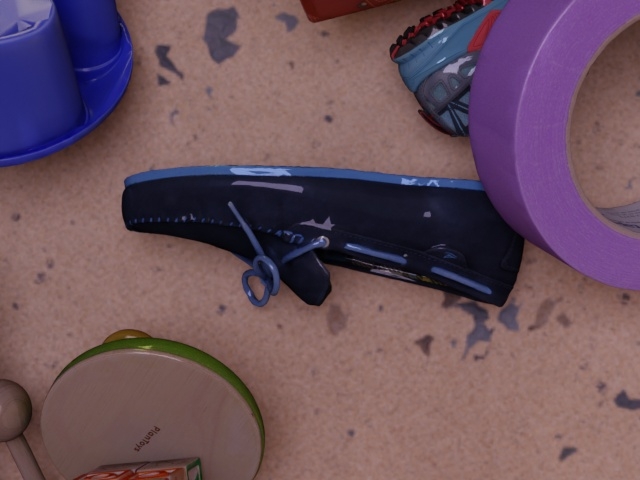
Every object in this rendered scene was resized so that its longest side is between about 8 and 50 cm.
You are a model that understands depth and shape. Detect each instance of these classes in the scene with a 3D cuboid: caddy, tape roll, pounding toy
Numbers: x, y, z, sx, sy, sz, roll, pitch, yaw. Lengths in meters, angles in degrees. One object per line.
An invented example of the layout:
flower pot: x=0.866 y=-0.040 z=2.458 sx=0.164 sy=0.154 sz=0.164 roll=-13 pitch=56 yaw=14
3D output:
caddy: x=-0.330 y=-0.186 z=1.366 sx=0.341 sy=0.179 sz=0.241 roll=13 pitch=52 yaw=7
tape roll: x=0.260 y=-0.103 z=1.287 sx=0.275 sy=0.090 sz=0.274 roll=-6 pitch=108 yaw=-20
pounding toy: x=-0.155 y=0.139 z=1.352 sx=0.237 sy=0.110 sz=0.183 roll=-19 pitch=120 yaw=20

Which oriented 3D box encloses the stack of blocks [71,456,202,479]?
stack of blocks: x=-0.129 y=0.327 z=1.270 sx=0.087 sy=0.171 sz=0.297 roll=-7 pitch=91 yaw=11

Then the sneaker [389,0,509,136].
sneaker: x=0.195 y=-0.174 z=1.383 sx=0.262 sy=0.104 sz=0.125 roll=-26 pitch=105 yaw=-1

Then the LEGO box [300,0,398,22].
LEGO box: x=0.182 y=-0.432 z=1.299 sx=0.500 sy=0.193 sz=0.372 roll=-14 pitch=67 yaw=7

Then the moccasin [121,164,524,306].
moccasin: x=0.000 y=0.000 z=1.344 sx=0.342 sy=0.138 sz=0.116 roll=3 pitch=87 yaw=6
